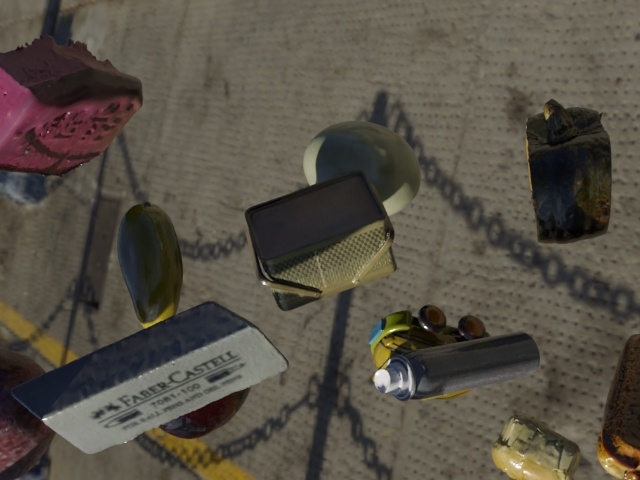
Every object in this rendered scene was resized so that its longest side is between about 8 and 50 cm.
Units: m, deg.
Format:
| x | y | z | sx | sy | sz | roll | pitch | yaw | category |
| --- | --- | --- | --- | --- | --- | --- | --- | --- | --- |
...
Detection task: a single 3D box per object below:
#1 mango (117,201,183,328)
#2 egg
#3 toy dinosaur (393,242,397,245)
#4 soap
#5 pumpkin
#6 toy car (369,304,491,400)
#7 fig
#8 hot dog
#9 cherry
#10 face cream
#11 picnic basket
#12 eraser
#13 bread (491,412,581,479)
| x | y | z | sx | sy | sz | roll | pitch | yaw | category |
| --- | --- | --- | --- | --- | --- | --- | --- | --- | --- |
| -0.249 | 0.037 | 1.378 | 0.122 | 0.085 | 0.191 | -30 | 74 | 49 | mango |
| 0.094 | -0.157 | 2.069 | 0.219 | 0.269 | 0.219 | -159 | 90 | -88 | egg |
| 0.079 | -0.016 | 2.210 | 0.220 | 0.108 | 0.032 | 13 | 87 | 11 | toy dinosaur |
| -0.434 | -0.213 | 1.498 | 0.127 | 0.325 | 0.220 | 44 | 102 | 9 | soap |
| 0.423 | -0.133 | 1.593 | 0.317 | 0.139 | 0.222 | -63 | -31 | -62 | pumpkin |
| 0.217 | 0.237 | 1.801 | 0.200 | 0.248 | 0.142 | 118 | 163 | -52 | toy car |
| -0.250 | 0.259 | 1.768 | 0.214 | 0.235 | 0.235 | 14 | 92 | 43 | fig |
| 0.573 | 0.294 | 1.589 | 0.158 | 0.349 | 0.117 | 6 | 123 | 22 | hot dog |
| -0.541 | 0.285 | 1.507 | 0.300 | 0.203 | 0.230 | -15 | 75 | 29 | cherry |
| 0.207 | 0.191 | 1.390 | 0.073 | 0.283 | 0.073 | 13 | 106 | 56 | face cream |
| 0.000 | 0.000 | 1.706 | 0.165 | 0.266 | 0.139 | -114 | 5 | -46 | picnic basket |
| -0.219 | 0.179 | 1.182 | 0.352 | 0.111 | 0.077 | -24 | 48 | 10 | eraser |
| 0.371 | 0.373 | 1.595 | 0.140 | 0.236 | 0.106 | 27 | 84 | 16 | bread |
